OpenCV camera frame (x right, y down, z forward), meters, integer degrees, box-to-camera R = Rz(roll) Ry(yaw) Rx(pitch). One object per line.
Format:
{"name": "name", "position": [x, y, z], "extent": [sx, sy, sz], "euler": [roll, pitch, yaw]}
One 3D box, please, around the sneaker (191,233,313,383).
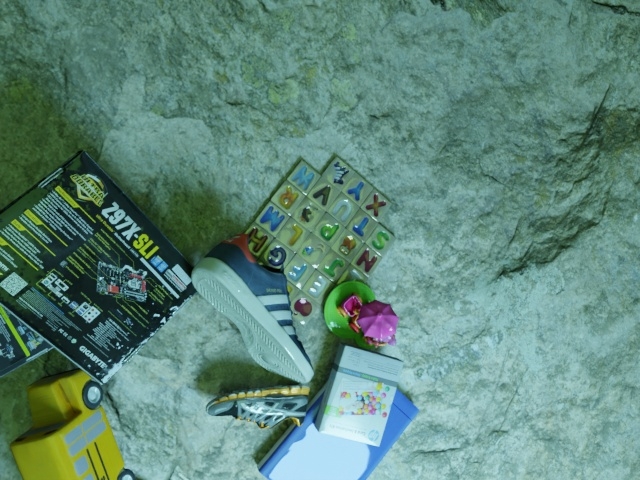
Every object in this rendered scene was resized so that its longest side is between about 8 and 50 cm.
{"name": "sneaker", "position": [-0.098, 0.136, 0.922], "extent": [0.350, 0.131, 0.148], "euler": [59, 43, -27]}

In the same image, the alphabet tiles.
{"name": "alphabet tiles", "position": [0.000, 0.000, 1.009], "extent": [0.285, 0.011, 0.343], "euler": [39, 80, -13]}

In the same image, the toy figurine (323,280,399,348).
{"name": "toy figurine", "position": [0.107, 0.176, 0.956], "extent": [0.130, 0.159, 0.173], "euler": [-39, 107, -14]}

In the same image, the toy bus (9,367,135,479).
{"name": "toy bus", "position": [-0.429, 0.404, 0.808], "extent": [0.108, 0.130, 0.333], "euler": [-16, 96, 14]}

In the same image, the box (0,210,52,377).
{"name": "box", "position": [-0.586, 0.104, 0.763], "extent": [0.216, 0.060, 0.270], "euler": [-35, 102, -45]}

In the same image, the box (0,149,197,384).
{"name": "box", "position": [-0.399, 0.050, 0.800], "extent": [0.257, 0.079, 0.322], "euler": [-48, 118, -21]}

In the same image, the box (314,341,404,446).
{"name": "box", "position": [0.083, 0.327, 0.979], "extent": [0.145, 0.038, 0.186], "euler": [20, 86, -15]}

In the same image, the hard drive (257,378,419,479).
{"name": "hard drive", "position": [0.046, 0.432, 1.010], "extent": [0.210, 0.040, 0.319], "euler": [45, 79, -12]}

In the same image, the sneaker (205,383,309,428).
{"name": "sneaker", "position": [-0.123, 0.341, 0.932], "extent": [0.214, 0.084, 0.083], "euler": [1, 78, -17]}
